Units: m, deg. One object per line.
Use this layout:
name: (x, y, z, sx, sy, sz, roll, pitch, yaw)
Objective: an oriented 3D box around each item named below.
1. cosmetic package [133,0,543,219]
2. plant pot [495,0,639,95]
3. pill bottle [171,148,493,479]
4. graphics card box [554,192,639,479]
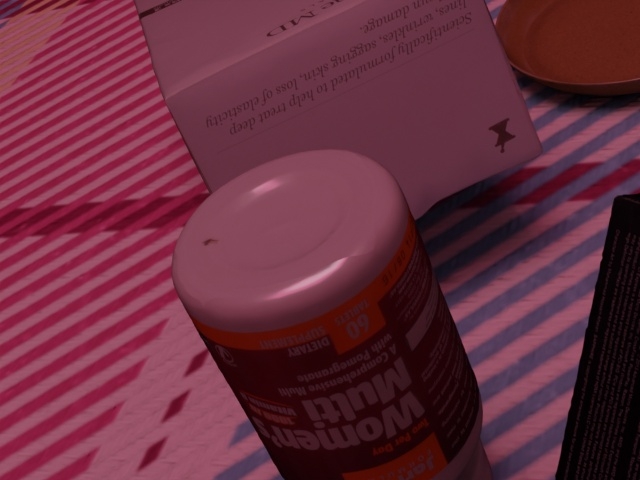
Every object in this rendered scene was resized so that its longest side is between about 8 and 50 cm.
cosmetic package: (-0.012, -0.137, 0.886, 0.217, 0.156, 0.385, -27, 23, -3)
plant pot: (0.263, -0.189, 0.950, 0.236, 0.032, 0.236, -16, 38, 13)
pill bottle: (0.017, 0.070, 0.612, 0.121, 0.221, 0.121, -16, 37, 12)
graphics card box: (0.245, 0.140, 0.387, 0.094, 0.232, 0.371, -8, 22, -39)
